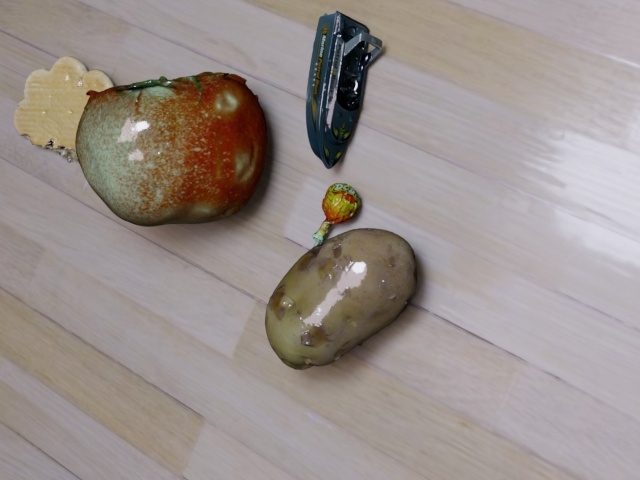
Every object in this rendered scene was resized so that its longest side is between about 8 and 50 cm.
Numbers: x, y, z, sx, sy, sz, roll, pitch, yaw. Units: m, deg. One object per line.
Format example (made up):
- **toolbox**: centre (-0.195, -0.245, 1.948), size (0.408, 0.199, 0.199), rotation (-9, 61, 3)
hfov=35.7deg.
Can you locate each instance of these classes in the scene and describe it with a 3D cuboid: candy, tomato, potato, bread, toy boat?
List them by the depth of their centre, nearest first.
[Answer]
- **potato**: centre (0.028, 0.083, 1.480), size (0.262, 0.165, 0.165), rotation (-43, 69, 10)
- **toy boat**: centre (0.028, -0.232, 1.533), size (0.103, 0.093, 0.246), rotation (8, 89, 34)
- **candy**: centre (0.000, 0.000, 1.560), size (0.060, 0.060, 0.201), rotation (38, 111, 24)
- **tomato**: centre (-0.231, -0.141, 1.574), size (0.304, 0.303, 0.239), rotation (-3, 100, 26)
- **bread**: centre (-0.446, -0.234, 1.801), size (0.251, 0.039, 0.181), rotation (26, 97, 26)
